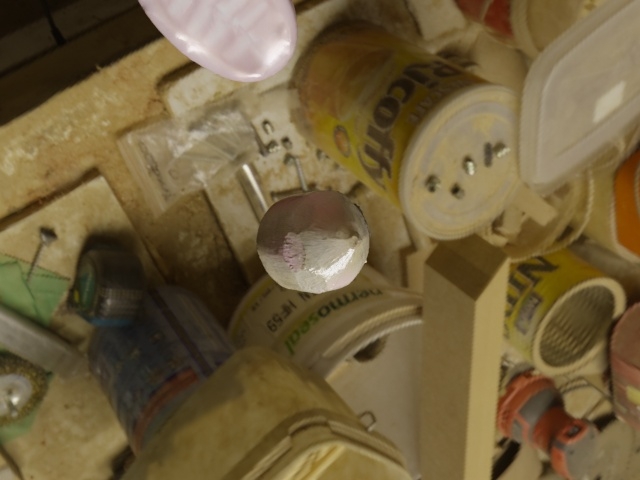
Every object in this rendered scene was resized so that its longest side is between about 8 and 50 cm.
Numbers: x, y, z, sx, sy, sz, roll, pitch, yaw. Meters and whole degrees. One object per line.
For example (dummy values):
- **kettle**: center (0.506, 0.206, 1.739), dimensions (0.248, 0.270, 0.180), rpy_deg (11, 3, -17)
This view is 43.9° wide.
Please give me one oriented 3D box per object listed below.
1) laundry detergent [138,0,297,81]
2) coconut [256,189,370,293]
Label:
- **laundry detergent**: center (-0.093, -0.238, 0.650), dimensions (0.087, 0.335, 0.159), rpy_deg (-36, 119, 12)
- **coconut**: center (0.000, 0.000, 0.815), dimensions (0.110, 0.124, 0.110), rpy_deg (-4, 96, -41)
